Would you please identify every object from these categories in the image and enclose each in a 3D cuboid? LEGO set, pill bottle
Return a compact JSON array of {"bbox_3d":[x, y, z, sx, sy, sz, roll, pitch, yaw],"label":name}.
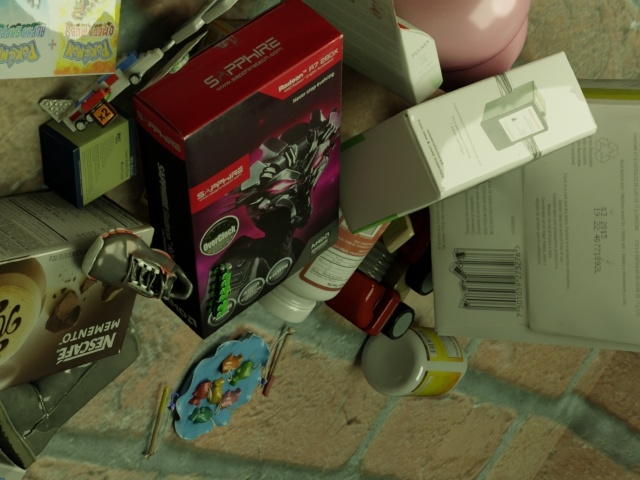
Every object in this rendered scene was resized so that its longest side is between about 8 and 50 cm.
[{"bbox_3d":[-0.176,-0.192,1.495,0.244,0.060,0.182,-51,-163,-30],"label":"LEGO set"},{"bbox_3d":[0.000,0.000,1.960,0.216,0.121,0.121,-54,154,21],"label":"pill bottle"},{"bbox_3d":[0.164,0.202,2.473,0.215,0.117,0.117,11,111,-60],"label":"pill bottle"}]

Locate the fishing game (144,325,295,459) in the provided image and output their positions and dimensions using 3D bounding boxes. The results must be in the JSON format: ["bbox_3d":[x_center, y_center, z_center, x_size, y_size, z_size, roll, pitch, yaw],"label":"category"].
[{"bbox_3d":[-0.133,0.211,2.104,0.264,0.041,0.189,-20,139,-48],"label":"fishing game"}]

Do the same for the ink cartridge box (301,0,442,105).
[{"bbox_3d":[0.045,-0.272,1.707,0.056,0.181,0.224,-45,150,-18],"label":"ink cartridge box"}]

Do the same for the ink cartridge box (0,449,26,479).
[{"bbox_3d":[-0.494,0.326,1.636,0.261,0.066,0.296,-56,152,0],"label":"ink cartridge box"}]

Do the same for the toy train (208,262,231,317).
[{"bbox_3d":[-0.114,0.057,1.709,0.024,0.017,0.083,-37,152,-38],"label":"toy train"}]

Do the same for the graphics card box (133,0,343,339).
[{"bbox_3d":[-0.086,-0.075,1.701,0.233,0.094,0.371,-36,151,-26],"label":"graphics card box"}]

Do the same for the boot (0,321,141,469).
[{"bbox_3d":[-0.308,0.142,1.719,0.208,0.076,0.189,-44,143,-23],"label":"boot"}]

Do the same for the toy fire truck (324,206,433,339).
[{"bbox_3d":[0.092,0.025,2.133,0.217,0.158,0.246,-56,149,2],"label":"toy fire truck"}]

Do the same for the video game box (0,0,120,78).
[{"bbox_3d":[-0.264,-0.242,1.351,0.205,0.048,0.187,-12,115,-52],"label":"video game box"}]

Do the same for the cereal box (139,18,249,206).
[{"bbox_3d":[-0.105,-0.143,1.754,0.173,0.047,0.240,-7,127,-54],"label":"cereal box"}]

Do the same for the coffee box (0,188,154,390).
[{"bbox_3d":[-0.330,0.054,1.538,0.297,0.119,0.168,-14,129,-52],"label":"coffee box"}]

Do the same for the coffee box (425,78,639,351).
[{"bbox_3d":[0.367,-0.051,2.112,0.334,0.338,0.337,-25,115,-63],"label":"coffee box"}]

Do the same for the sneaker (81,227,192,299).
[{"bbox_3d":[-0.184,0.030,1.549,0.158,0.065,0.061,16,103,-60],"label":"sneaker"}]

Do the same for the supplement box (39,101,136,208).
[{"bbox_3d":[-0.246,-0.095,1.576,0.083,0.056,0.083,-35,146,-33],"label":"supplement box"}]

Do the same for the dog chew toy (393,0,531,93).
[{"bbox_3d":[0.174,-0.286,1.891,0.206,0.207,0.332,-53,160,-5],"label":"dog chew toy"}]

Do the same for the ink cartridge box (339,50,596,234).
[{"bbox_3d":[0.169,-0.119,1.820,0.273,0.114,0.198,-23,180,-34],"label":"ink cartridge box"}]
